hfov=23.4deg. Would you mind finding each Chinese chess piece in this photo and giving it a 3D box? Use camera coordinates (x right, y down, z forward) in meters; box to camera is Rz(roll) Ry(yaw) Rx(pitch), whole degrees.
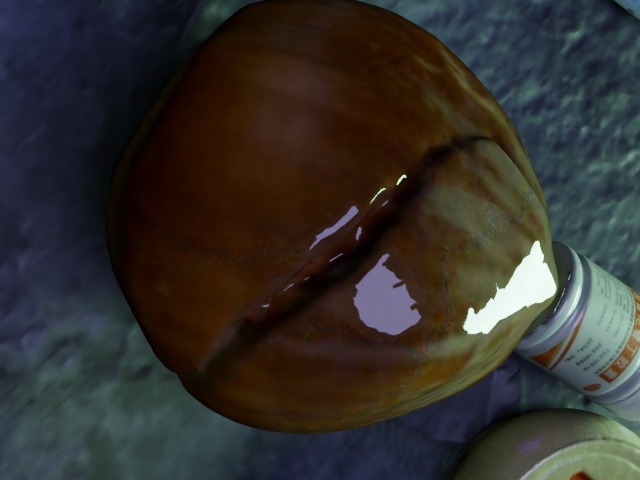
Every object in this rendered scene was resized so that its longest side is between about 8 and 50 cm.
[{"bbox_3d":[0.117,0.143,0.761,0.122,0.051,0.122,-6,104,-24],"label":"Chinese chess piece"}]

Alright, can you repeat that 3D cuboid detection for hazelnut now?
[{"bbox_3d":[0.000,0.000,0.614,0.182,0.182,0.182,-6,104,-24],"label":"hazelnut"}]

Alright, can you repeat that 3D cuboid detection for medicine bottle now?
[{"bbox_3d":[0.129,0.044,0.742,0.089,0.057,0.057,33,86,-27],"label":"medicine bottle"}]

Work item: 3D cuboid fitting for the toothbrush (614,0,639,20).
[{"bbox_3d":[0.112,-0.134,0.715,0.269,0.021,0.027,30,93,-28],"label":"toothbrush"}]
